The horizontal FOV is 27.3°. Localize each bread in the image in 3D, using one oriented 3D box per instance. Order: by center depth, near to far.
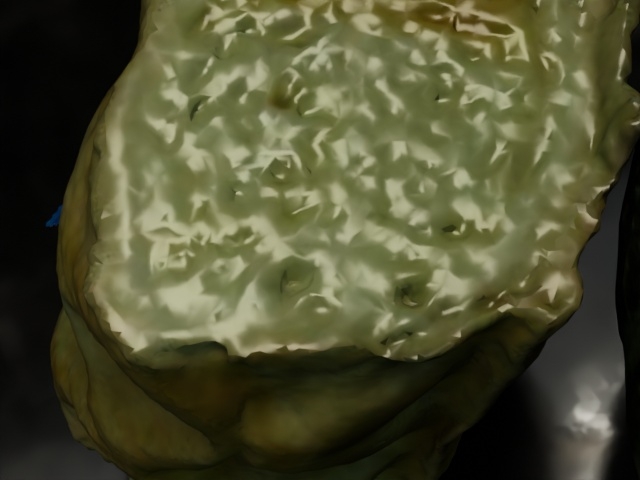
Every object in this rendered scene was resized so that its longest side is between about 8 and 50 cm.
[{"bbox_3d":[-0.002,0.006,0.540,0.238,0.252,0.196,-15,70,-8],"label":"bread"}]

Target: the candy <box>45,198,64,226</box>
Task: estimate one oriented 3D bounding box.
[{"bbox_3d":[-0.065,-0.014,0.698,0.136,0.038,0.088,22,52,12],"label":"candy"}]

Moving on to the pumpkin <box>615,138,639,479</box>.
[{"bbox_3d":[0.322,0.024,0.434,0.454,0.344,0.454,-3,68,6],"label":"pumpkin"}]
